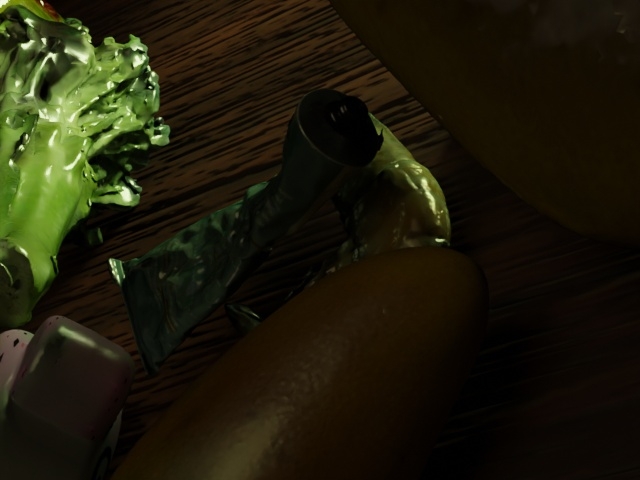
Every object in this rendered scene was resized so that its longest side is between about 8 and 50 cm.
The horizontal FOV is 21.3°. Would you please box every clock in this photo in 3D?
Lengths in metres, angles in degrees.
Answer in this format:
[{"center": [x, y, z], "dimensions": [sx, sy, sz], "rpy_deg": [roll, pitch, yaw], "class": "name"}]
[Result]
[{"center": [-0.181, 0.149, 0.917], "dimensions": [0.227, 0.090, 0.248], "rpy_deg": [-66, 12, -21], "class": "clock"}]

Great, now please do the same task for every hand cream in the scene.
[{"center": [-0.050, -0.010, 0.962], "dimensions": [0.248, 0.052, 0.075], "rpy_deg": [-38, 37, 42], "class": "hand cream"}]

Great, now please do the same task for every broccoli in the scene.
[{"center": [-0.178, -0.029, 1.053], "dimensions": [0.165, 0.145, 0.304], "rpy_deg": [-54, 14, 20], "class": "broccoli"}]

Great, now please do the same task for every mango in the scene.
[{"center": [0.119, -0.159, 0.830], "dimensions": [0.253, 0.182, 0.365], "rpy_deg": [-30, 59, 18], "class": "mango"}, {"center": [-0.011, 0.103, 0.824], "dimensions": [0.253, 0.113, 0.138], "rpy_deg": [-45, 27, 2], "class": "mango"}]

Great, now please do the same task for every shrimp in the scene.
[{"center": [0.000, 0.000, 0.969], "dimensions": [0.150, 0.051, 0.217], "rpy_deg": [-49, 33, 15], "class": "shrimp"}]

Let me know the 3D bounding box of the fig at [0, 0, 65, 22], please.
[{"center": [-0.289, -0.082, 1.283], "dimensions": [0.259, 0.151, 0.151], "rpy_deg": [-48, 34, 12], "class": "fig"}]
